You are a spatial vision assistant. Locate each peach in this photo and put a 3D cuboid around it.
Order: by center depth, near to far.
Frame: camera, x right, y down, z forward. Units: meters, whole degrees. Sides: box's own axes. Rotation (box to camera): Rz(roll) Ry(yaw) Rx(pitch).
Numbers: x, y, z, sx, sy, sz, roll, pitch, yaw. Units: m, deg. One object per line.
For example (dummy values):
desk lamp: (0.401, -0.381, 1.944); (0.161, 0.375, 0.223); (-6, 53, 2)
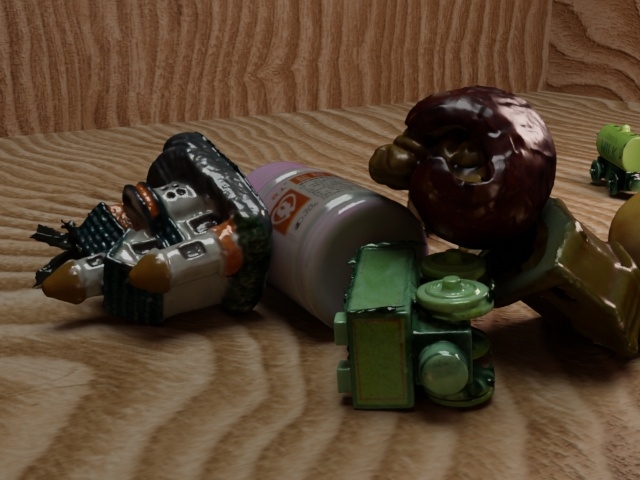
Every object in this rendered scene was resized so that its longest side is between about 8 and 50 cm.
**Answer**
peach: (0.510, 0.001, 1.342); (0.184, 0.184, 0.184); (0, 16, 0)

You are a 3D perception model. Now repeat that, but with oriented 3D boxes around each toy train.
toy train: (0.121, 0.102, 1.141); (0.188, 0.159, 0.272); (-2, 19, 7)
toy train: (0.708, -0.194, 2.163); (0.105, 0.157, 0.253); (1, 16, 0)

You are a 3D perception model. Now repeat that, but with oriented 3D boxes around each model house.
model house: (0.350, 0.080, 1.239); (0.239, 0.173, 0.268); (37, 20, -9)
model house: (-0.256, 0.002, 1.332); (0.300, 0.190, 0.271); (-20, 53, -29)

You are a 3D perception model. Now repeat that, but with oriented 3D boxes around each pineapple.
pineapple: (-0.318, -0.016, 1.566); (0.165, 0.166, 0.364); (10, 25, 32)

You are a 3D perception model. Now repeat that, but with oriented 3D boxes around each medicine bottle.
medicine bottle: (0.000, 0.000, 1.395); (0.202, 0.202, 0.316); (-8, 18, -26)

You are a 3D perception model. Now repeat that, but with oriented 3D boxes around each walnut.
walnut: (0.180, -0.104, 1.208); (0.243, 0.222, 0.269); (9, -1, 22)

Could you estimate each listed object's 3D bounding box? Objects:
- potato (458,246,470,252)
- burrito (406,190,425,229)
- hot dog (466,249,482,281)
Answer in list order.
potato: (0.321, 0.015, 1.571); (0.170, 0.080, 0.107); (4, 29, 8)
burrito: (0.268, -0.083, 1.877); (0.347, 0.107, 0.175); (-12, 5, -43)
hot dog: (0.241, 0.051, 1.463); (0.168, 0.078, 0.061); (-13, -19, -41)
